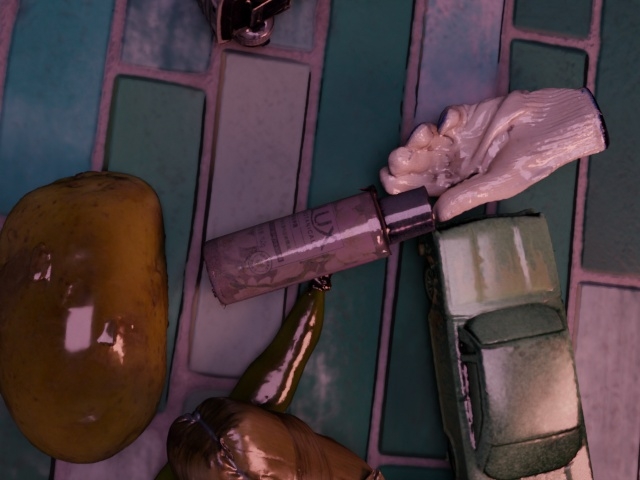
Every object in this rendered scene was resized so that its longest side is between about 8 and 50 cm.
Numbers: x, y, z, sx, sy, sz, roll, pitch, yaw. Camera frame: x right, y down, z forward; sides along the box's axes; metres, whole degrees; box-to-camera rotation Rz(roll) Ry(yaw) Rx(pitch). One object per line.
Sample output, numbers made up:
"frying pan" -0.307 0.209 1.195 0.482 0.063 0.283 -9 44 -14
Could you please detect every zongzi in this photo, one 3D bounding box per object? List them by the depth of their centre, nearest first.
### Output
"zongzi" -0.081 0.258 0.668 0.242 0.112 0.221 -55 134 -4

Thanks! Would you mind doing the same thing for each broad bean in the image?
"broad bean" -0.064 0.153 0.744 0.060 0.043 0.297 38 81 1

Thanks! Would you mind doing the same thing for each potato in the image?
"potato" -0.214 0.067 0.688 0.160 0.111 0.271 1 88 -12

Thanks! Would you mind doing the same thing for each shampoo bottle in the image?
"shampoo bottle" 0.000 0.000 0.726 0.214 0.072 0.072 -17 91 3

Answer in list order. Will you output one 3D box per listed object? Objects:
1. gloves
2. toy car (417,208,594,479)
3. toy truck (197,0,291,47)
"gloves" 0.169 -0.088 0.769 0.229 0.097 0.119 -12 68 -6
"toy car" 0.189 0.132 0.763 0.141 0.097 0.320 -9 89 -11
"toy truck" -0.016 -0.312 0.735 0.268 0.124 0.155 -33 86 -12
